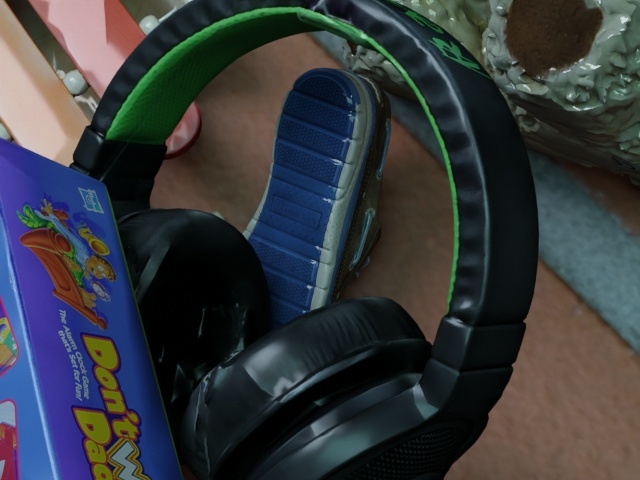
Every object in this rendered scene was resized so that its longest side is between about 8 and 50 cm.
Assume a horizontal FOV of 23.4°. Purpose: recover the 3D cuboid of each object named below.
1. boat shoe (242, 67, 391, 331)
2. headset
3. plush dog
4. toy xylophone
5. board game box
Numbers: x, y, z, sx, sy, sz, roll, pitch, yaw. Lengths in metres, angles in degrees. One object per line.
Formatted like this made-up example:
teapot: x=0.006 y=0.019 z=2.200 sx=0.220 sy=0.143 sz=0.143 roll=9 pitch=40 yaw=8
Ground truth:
boat shoe: x=0.000 y=0.000 z=0.826 sx=0.066 sy=0.066 sz=0.183 roll=29 pitch=106 yaw=31
headset: x=-0.057 y=0.070 z=0.713 sx=0.243 sy=0.185 sz=0.394 roll=26 pitch=104 yaw=33
plush dog: x=0.164 y=-0.153 z=0.805 sx=0.210 sy=0.262 sz=0.225 roll=24 pitch=87 yaw=-25
toy xylophone: x=-0.189 y=-0.048 z=0.846 sx=0.322 sy=0.081 sz=0.236 roll=-43 pitch=78 yaw=-7
board game box: x=-0.219 y=0.144 z=0.693 sx=0.347 sy=0.078 sz=0.233 roll=-33 pitch=57 yaw=23
